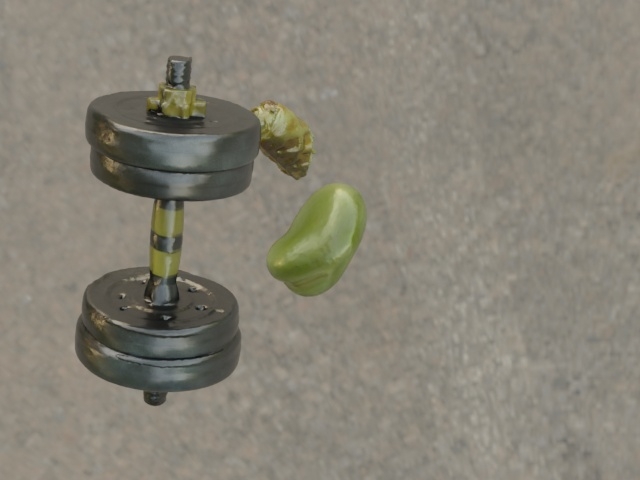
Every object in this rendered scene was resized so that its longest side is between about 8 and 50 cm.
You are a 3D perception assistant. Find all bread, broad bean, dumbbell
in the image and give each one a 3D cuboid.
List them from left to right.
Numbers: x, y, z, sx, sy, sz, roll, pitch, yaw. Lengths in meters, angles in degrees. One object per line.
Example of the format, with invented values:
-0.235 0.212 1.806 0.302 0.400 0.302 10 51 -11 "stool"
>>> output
-0.163 -0.003 1.578 0.185 0.185 0.388 13 111 17 "dumbbell"
-0.043 -0.118 1.709 0.066 0.110 0.060 11 69 38 "bread"
0.000 0.000 1.005 0.083 0.045 0.063 -52 33 12 "broad bean"
